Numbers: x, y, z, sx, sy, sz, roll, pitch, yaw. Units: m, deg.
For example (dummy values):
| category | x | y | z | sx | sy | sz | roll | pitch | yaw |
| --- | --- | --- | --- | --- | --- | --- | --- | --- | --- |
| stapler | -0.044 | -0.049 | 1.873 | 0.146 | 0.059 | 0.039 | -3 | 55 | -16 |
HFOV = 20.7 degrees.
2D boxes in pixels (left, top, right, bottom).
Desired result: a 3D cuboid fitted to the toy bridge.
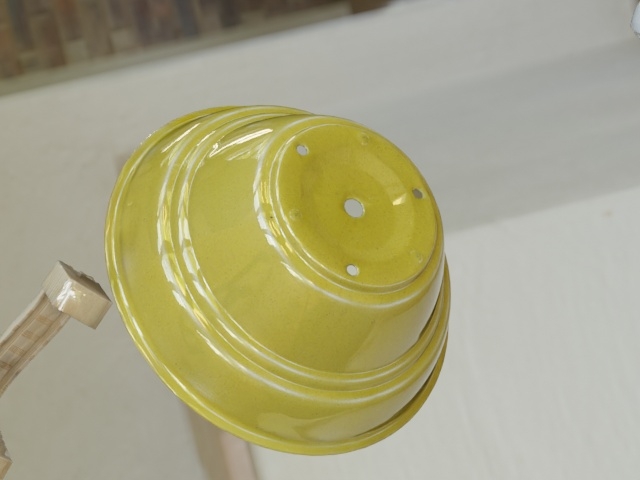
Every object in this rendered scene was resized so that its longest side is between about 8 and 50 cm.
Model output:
| category | x | y | z | sx | sy | sz | roll | pitch | yaw |
| --- | --- | --- | --- | --- | --- | --- | --- | --- | --- |
| toy bridge | -0.159 | 0.092 | 0.807 | 0.188 | 0.026 | 0.063 | -59 | 26 | 5 |

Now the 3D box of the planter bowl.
| category | x | y | z | sx | sy | sz | roll | pitch | yaw |
| --- | --- | --- | --- | --- | --- | --- | --- | --- | --- |
| planter bowl | 0.000 | 0.000 | 0.952 | 0.090 | 0.217 | 0.217 | -42 | 57 | 50 |

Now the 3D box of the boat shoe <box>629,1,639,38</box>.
| category | x | y | z | sx | sy | sz | roll | pitch | yaw |
| --- | --- | --- | --- | --- | --- | --- | --- | --- | --- |
| boat shoe | 0.400 | -0.155 | 1.391 | 0.109 | 0.302 | 0.094 | -33 | -39 | -74 |
